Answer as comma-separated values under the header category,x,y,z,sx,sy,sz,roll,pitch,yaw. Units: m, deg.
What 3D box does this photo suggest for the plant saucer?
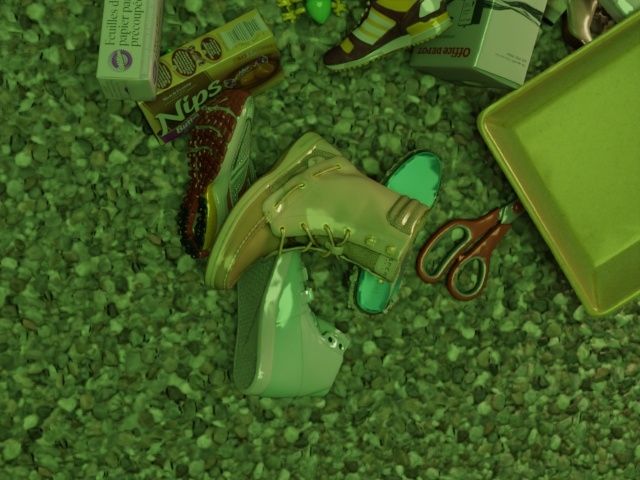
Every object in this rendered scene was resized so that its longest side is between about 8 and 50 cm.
category,x,y,z,sx,sy,sz,roll,pitch,yaw
plant saucer,0.419,-0.118,1.314,0.332,0.081,0.333,-32,101,2

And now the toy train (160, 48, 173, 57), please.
category,x,y,z,sx,sy,sz,roll,pitch,yaw
toy train,-0.217,-0.237,1.253,0.083,0.017,0.024,1,106,-10

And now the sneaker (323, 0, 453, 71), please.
category,x,y,z,sx,sy,sz,roll,pitch,yaw
sneaker,0.076,-0.279,1.239,0.185,0.069,0.084,-16,106,30

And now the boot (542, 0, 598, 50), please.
category,x,y,z,sx,sy,sz,roll,pitch,yaw
boot,0.361,-0.315,1.332,0.118,0.042,0.087,38,86,-12

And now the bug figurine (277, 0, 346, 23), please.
category,x,y,z,sx,sy,sz,roll,pitch,yaw
bug figurine,0.036,-0.401,1.252,0.279,0.072,0.216,-15,98,-8

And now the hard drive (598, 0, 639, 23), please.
category,x,y,z,sx,sy,sz,roll,pitch,yaw
hard drive,0.368,-0.468,1.288,0.203,0.040,0.307,-43,94,-11

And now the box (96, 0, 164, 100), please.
category,x,y,z,sx,sy,sz,roll,pitch,yaw
box,-0.218,-0.329,1.163,0.063,0.067,0.324,2,74,-1

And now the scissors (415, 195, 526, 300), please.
category,x,y,z,sx,sy,sz,roll,pitch,yaw
scissors,0.255,-0.042,1.351,0.109,0.021,0.297,41,88,-11

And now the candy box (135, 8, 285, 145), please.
category,x,y,z,sx,sy,sz,roll,pitch,yaw
candy box,-0.143,-0.204,1.219,0.186,0.109,0.053,-30,68,-7

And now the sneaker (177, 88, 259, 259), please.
category,x,y,z,sx,sy,sz,roll,pitch,yaw
sneaker,-0.119,-0.086,1.241,0.092,0.088,0.225,-5,120,-37

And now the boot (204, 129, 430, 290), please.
category,x,y,z,sx,sy,sz,roll,pitch,yaw
boot,0.000,0.000,1.184,0.203,0.095,0.262,33,54,9

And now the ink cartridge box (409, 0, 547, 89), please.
category,x,y,z,sx,sy,sz,roll,pitch,yaw
ink cartridge box,0.211,-0.308,1.243,0.086,0.153,0.208,14,93,-30

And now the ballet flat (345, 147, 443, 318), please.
category,x,y,z,sx,sy,sz,roll,pitch,yaw
ballet flat,0.090,-0.012,1.298,0.091,0.077,0.241,24,89,-9

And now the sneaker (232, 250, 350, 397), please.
category,x,y,z,sx,sy,sz,roll,pitch,yaw
sneaker,-0.030,0.085,1.294,0.151,0.094,0.256,15,77,-36
